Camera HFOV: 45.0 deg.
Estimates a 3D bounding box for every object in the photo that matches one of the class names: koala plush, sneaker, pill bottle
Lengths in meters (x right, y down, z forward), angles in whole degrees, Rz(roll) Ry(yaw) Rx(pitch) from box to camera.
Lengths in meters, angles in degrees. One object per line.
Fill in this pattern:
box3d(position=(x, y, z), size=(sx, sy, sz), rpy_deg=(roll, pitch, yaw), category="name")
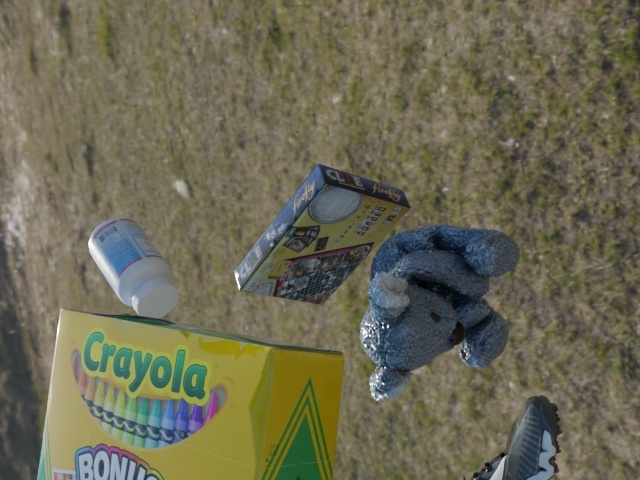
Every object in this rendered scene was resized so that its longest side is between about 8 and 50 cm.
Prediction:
box3d(position=(0.122, 0.095, 0.995), size=(0.203, 0.221, 0.196), rpy_deg=(14, 122, 26), category="koala plush")
box3d(position=(0.158, 0.255, 0.737), size=(0.078, 0.106, 0.234), rpy_deg=(12, -86, -79), category="sneaker")
box3d(position=(-0.276, 0.042, 1.152), size=(0.160, 0.087, 0.087), rpy_deg=(47, 142, 36), category="pill bottle")

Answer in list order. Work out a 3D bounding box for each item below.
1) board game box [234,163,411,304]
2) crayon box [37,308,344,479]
box3d(position=(0.000, 0.000, 1.176), size=(0.243, 0.165, 0.042), rpy_deg=(-49, 44, 32), category="board game box")
box3d(position=(-0.154, 0.242, 0.778), size=(0.363, 0.106, 0.313), rpy_deg=(2, 85, 43), category="crayon box")
